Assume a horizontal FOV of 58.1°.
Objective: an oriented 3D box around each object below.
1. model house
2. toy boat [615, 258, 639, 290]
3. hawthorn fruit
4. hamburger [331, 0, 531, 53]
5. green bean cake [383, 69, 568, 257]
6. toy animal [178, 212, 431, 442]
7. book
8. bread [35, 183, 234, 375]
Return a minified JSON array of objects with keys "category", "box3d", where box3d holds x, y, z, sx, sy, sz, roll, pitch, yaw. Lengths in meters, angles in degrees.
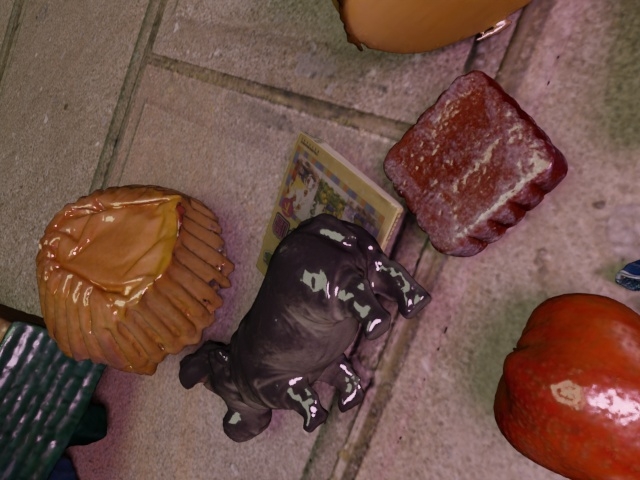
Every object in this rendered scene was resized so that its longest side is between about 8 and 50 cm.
[{"category":"model house","box3d":[-0.469,0.304,0.848,0.342,0.334,0.382,16,77,23]},{"category":"toy boat","box3d":[0.257,0.043,0.421,0.083,0.038,0.038,30,102,40]},{"category":"hawthorn fruit","box3d":[0.197,0.108,0.400,0.138,0.133,0.133,26,99,31]},{"category":"hamburger","box3d":[0.088,-0.291,0.470,0.302,0.261,0.186,-39,67,32]},{"category":"green bean cake","box3d":[0.138,-0.067,0.531,0.135,0.056,0.136,-44,57,25]},{"category":"toy animal","box3d":[-0.041,0.119,0.602,0.343,0.106,0.168,-46,69,38]},{"category":"book","box3d":[0.000,0.000,0.636,0.168,0.013,0.192,44,126,36]},{"category":"bread","box3d":[-0.256,0.033,0.755,0.274,0.149,0.274,-9,57,14]}]
